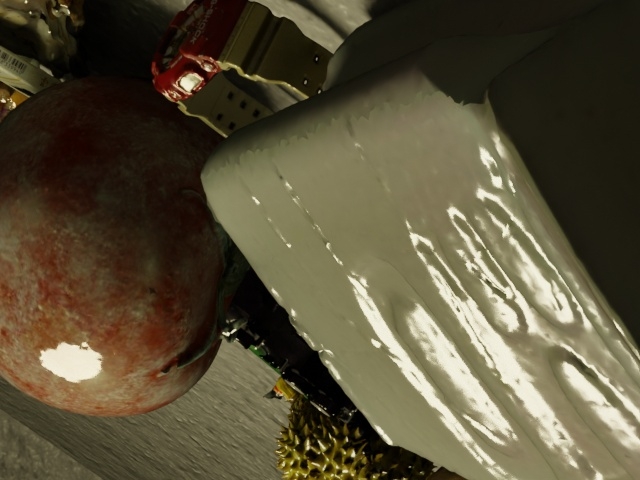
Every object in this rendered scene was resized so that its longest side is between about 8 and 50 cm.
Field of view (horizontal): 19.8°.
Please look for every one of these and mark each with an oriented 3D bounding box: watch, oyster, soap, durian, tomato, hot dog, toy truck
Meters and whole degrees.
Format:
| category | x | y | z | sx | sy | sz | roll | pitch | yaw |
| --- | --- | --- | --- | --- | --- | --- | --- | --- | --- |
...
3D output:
| category | x | y | z | sx | sy | sz | roll | pitch | yaw |
| --- | --- | --- | --- | --- | --- | --- | --- | --- | --- |
| watch | -0.011 | -0.102 | 1.513 | 0.268 | 0.102 | 0.165 | 31 | 160 | -13 |
| oyster | -0.250 | -0.207 | 1.657 | 0.128 | 0.078 | 0.345 | 36 | 168 | -7 |
| soap | 0.149 | -0.001 | 1.207 | 0.350 | 0.213 | 0.435 | 53 | 158 | -13 |
| durian | 0.042 | 0.229 | 2.092 | 0.237 | 0.193 | 0.138 | 47 | 134 | 10 |
| tomato | -0.190 | 0.007 | 1.693 | 0.282 | 0.317 | 0.317 | 14 | 157 | 7 |
| hot dog | -0.343 | -0.149 | 1.955 | 0.090 | 0.060 | 0.140 | 44 | 162 | -12 |
| toy truck | -0.033 | 0.098 | 1.980 | 0.242 | 0.101 | 0.125 | 42 | 171 | -27 |

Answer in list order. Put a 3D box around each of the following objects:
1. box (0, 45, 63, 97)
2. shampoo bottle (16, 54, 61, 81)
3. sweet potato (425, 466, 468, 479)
| category | x | y | z | sx | sy | sz | roll | pitch | yaw |
| --- | --- | --- | --- | --- | --- | --- | --- | --- | --- |
| box | -0.289 | -0.159 | 1.784 | 0.167 | 0.024 | 0.090 | 30 | 173 | -35 |
| shampoo bottle | -0.319 | -0.187 | 1.869 | 0.141 | 0.034 | 0.049 | 33 | 155 | 1 |
| sweet potato | 0.236 | 0.361 | 2.120 | 0.130 | 0.130 | 0.423 | 17 | 158 | 40 |
